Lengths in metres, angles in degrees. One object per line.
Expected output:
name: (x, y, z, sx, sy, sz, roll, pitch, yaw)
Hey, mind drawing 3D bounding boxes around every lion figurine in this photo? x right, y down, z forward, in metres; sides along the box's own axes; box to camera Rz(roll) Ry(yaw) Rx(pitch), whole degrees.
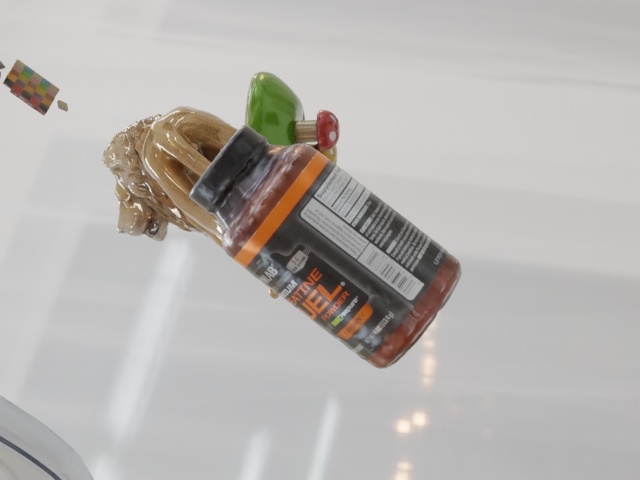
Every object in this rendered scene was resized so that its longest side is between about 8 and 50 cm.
lion figurine: (-0.105, -0.061, 1.413, 0.142, 0.240, 0.392, -51, -2, -13)

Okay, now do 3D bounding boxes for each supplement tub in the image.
supplement tub: (0.000, 0.000, 1.113, 0.106, 0.198, 0.106, -53, 2, 3)

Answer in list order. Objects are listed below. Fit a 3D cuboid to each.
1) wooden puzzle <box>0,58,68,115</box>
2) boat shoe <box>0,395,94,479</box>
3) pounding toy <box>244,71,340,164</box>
wooden puzzle: (-0.275, -0.145, 1.412, 0.006, 0.083, 0.049, -45, 18, 28)
boat shoe: (-0.185, 0.170, 0.941, 0.076, 0.083, 0.226, -58, -41, -25)
pounding toy: (-0.025, -0.095, 1.876, 0.183, 0.110, 0.236, -59, -33, -75)
